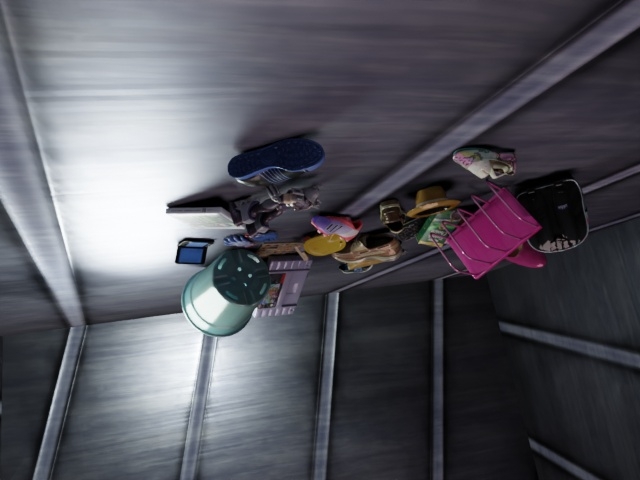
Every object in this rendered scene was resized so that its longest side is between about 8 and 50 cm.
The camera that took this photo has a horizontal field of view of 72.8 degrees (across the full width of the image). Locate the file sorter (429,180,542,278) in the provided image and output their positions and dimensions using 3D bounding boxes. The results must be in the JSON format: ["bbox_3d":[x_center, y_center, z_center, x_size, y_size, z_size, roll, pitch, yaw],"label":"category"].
[{"bbox_3d":[0.564,-0.038,1.529,0.182,0.202,0.290,13,130,-44],"label":"file sorter"}]

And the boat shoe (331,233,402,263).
[{"bbox_3d":[0.195,0.021,1.927,0.325,0.123,0.116,-5,134,20],"label":"boat shoe"}]

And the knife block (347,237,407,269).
[{"bbox_3d":[0.282,0.067,2.164,0.242,0.088,0.276,-3,164,-20],"label":"knife block"}]

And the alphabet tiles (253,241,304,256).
[{"bbox_3d":[-0.193,0.044,1.939,0.199,0.009,0.237,-2,165,-26],"label":"alphabet tiles"}]

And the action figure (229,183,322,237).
[{"bbox_3d":[-0.119,-0.105,1.242,0.285,0.099,0.185,-20,156,24],"label":"action figure"}]

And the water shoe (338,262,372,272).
[{"bbox_3d":[0.199,0.147,2.457,0.203,0.072,0.080,-17,162,26],"label":"water shoe"}]

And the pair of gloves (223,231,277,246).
[{"bbox_3d":[-0.265,-0.007,1.667,0.198,0.023,0.159,-14,167,23],"label":"pair of gloves"}]

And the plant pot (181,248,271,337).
[{"bbox_3d":[-0.393,0.214,1.896,0.342,0.340,0.334,0,155,-33],"label":"plant pot"}]

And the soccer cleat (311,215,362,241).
[{"bbox_3d":[0.060,-0.060,1.587,0.095,0.083,0.248,-48,145,19],"label":"soccer cleat"}]

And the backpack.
[{"bbox_3d":[0.842,-0.090,1.586,0.225,0.253,0.191,-17,-176,24],"label":"backpack"}]

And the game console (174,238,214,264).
[{"bbox_3d":[-0.471,0.044,1.629,0.122,0.071,0.107,3,162,-42],"label":"game console"}]

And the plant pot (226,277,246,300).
[{"bbox_3d":[-0.465,0.245,2.262,0.166,0.165,0.234,-21,169,39],"label":"plant pot"}]

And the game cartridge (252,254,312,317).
[{"bbox_3d":[-0.191,0.227,2.109,0.230,0.068,0.354,-3,127,-35],"label":"game cartridge"}]

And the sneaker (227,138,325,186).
[{"bbox_3d":[-0.094,-0.176,1.010,0.233,0.081,0.090,-6,170,15],"label":"sneaker"}]

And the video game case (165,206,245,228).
[{"bbox_3d":[-0.343,-0.065,1.320,0.173,0.022,0.190,0,167,12],"label":"video game case"}]

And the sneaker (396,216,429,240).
[{"bbox_3d":[0.412,-0.074,1.779,0.235,0.084,0.097,-18,-163,19],"label":"sneaker"}]

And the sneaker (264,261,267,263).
[{"bbox_3d":[-0.218,0.165,2.192,0.300,0.120,0.112,7,-172,-27],"label":"sneaker"}]

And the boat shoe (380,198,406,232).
[{"bbox_3d":[0.267,-0.070,1.604,0.095,0.095,0.257,-14,165,17],"label":"boat shoe"}]

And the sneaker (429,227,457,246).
[{"bbox_3d":[0.563,-0.046,1.922,0.319,0.112,0.131,-2,147,-37],"label":"sneaker"}]

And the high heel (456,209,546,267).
[{"bbox_3d":[0.689,0.000,1.709,0.377,0.127,0.181,34,-156,35],"label":"high heel"}]

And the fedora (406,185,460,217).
[{"bbox_3d":[0.372,-0.133,1.459,0.195,0.079,0.194,-12,171,-2],"label":"fedora"}]

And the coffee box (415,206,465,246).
[{"bbox_3d":[0.463,-0.057,1.681,0.113,0.040,0.184,11,129,-20],"label":"coffee box"}]

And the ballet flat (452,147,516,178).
[{"bbox_3d":[0.470,-0.212,1.214,0.222,0.079,0.077,-1,165,-27],"label":"ballet flat"}]

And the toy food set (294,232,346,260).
[{"bbox_3d":[0.000,0.000,1.793,0.218,0.071,0.128,-18,140,24],"label":"toy food set"}]
